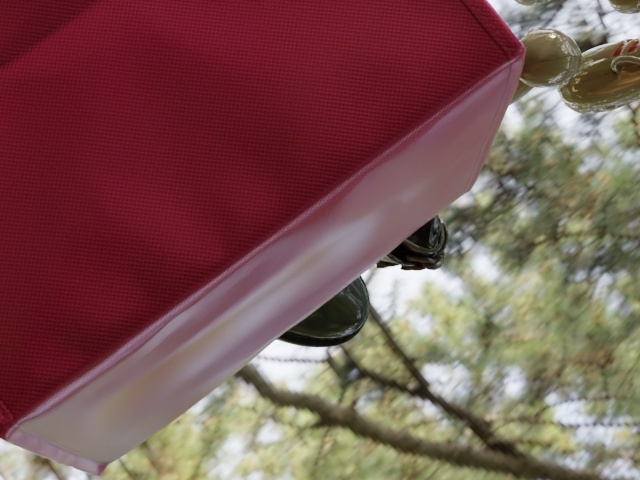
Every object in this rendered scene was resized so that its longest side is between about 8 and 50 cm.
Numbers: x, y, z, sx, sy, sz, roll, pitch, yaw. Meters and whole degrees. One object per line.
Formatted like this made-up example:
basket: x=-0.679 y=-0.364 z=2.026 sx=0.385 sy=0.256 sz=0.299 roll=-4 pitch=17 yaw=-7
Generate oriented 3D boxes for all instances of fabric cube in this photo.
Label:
fabric cube: x=-0.093 y=-0.072 z=0.749 sx=0.258 sy=0.254 sz=0.259 roll=-37 pitch=-99 yaw=-6

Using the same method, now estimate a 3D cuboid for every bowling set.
bowling set: x=0.219 y=-0.189 z=1.127 sx=0.154 sy=0.287 sz=0.200 roll=-19 pitch=-101 yaw=61

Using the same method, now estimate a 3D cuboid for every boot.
boot: x=0.000 y=0.000 z=1.045 sx=0.263 sy=0.091 sz=0.229 roll=41 pitch=-21 yaw=-33
